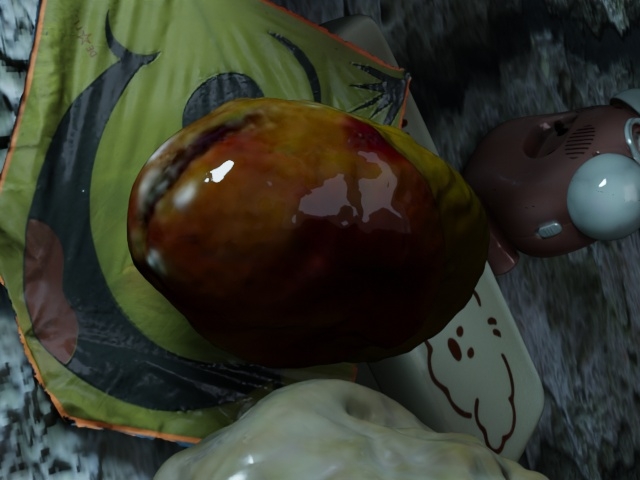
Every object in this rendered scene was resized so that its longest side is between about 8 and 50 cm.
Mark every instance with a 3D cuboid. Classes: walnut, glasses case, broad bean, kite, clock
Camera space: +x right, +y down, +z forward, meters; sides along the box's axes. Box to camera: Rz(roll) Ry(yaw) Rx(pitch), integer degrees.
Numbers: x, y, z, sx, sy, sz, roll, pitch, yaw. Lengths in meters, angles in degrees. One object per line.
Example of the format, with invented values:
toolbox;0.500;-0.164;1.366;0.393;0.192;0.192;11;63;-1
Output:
walnut;0.011;0.196;0.798;0.273;0.273;0.227;0;57;-54
glasses case;0.047;0.020;1.059;0.336;0.076;0.144;63;37;-19
broad bean;0.000;0.003;0.859;0.228;0.122;0.156;22;96;-34
kite;-0.053;-0.029;0.904;0.327;0.013;0.377;-34;110;-33
clock;0.202;-0.058;1.229;0.093;0.162;0.166;58;39;-21
